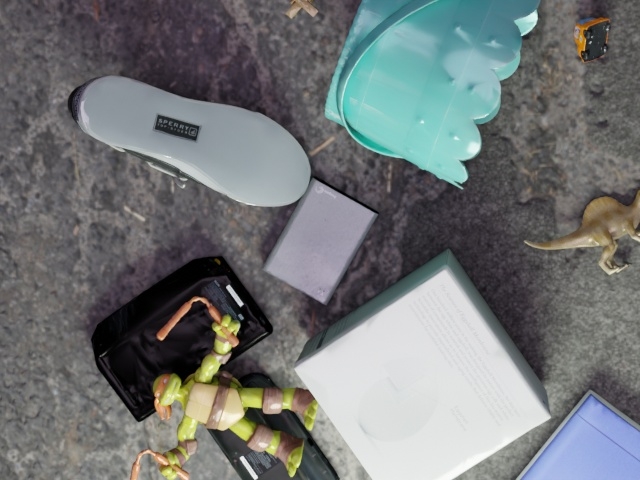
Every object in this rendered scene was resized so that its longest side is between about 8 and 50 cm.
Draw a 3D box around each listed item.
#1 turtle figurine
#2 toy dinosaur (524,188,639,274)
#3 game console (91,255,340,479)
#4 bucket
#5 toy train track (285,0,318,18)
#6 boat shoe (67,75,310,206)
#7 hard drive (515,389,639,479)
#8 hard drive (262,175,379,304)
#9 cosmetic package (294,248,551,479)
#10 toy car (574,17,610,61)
[{"bbox_3d":[-0.122,0.217,1.976,0.217,0.087,0.269,19,94,-5],"label":"turtle figurine"},{"bbox_3d":[0.348,-0.005,1.960,0.183,0.053,0.092,-27,80,2],"label":"toy dinosaur"},{"bbox_3d":[-0.120,0.211,2.041,0.213,0.044,0.361,-34,94,12],"label":"game console"},{"bbox_3d":[0.133,-0.215,1.836,0.183,0.281,0.281,22,101,5],"label":"bucket"},{"bbox_3d":[-0.011,-0.305,1.957,0.048,0.014,0.083,43,95,5],"label":"toy train track"},{"bbox_3d":[-0.163,-0.120,1.956,0.306,0.105,0.113,14,90,-21],"label":"boat shoe"},{"bbox_3d":[0.326,0.375,2.023,0.210,0.040,0.318,37,101,-1],"label":"hard drive"},{"bbox_3d":[0.000,0.000,2.002,0.094,0.022,0.135,29,101,0],"label":"hard drive"},{"bbox_3d":[0.127,0.168,1.959,0.225,0.138,0.224,-33,95,11],"label":"cosmetic package"},{"bbox_3d":[0.354,-0.268,1.924,0.122,0.060,0.040,-34,50,-6],"label":"toy car"}]
